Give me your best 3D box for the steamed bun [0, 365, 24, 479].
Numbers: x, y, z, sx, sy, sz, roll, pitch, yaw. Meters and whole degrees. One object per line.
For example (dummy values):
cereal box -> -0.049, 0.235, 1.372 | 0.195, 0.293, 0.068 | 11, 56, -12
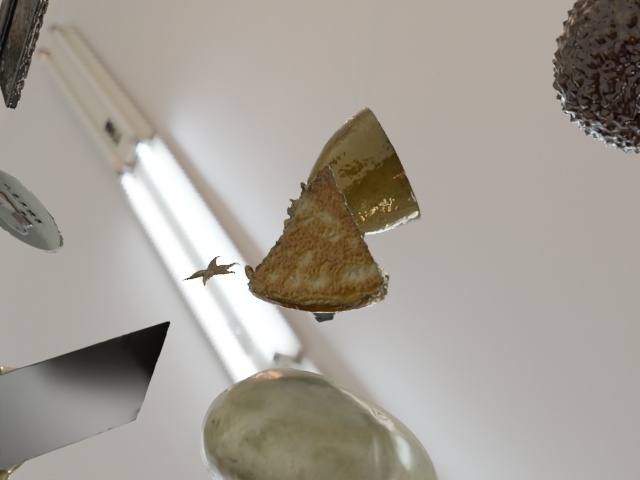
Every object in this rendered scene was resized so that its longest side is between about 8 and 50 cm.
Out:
steamed bun -> -0.579, 0.315, 1.880 | 0.289, 0.203, 0.276 | -40, -151, 24

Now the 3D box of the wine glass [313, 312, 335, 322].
wine glass -> 0.035, 0.078, 1.986 | 0.072, 0.155, 0.072 | 7, -73, 24

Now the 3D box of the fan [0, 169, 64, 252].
fan -> -0.486, -0.045, 1.782 | 0.329, 0.191, 0.009 | -1, -134, 48

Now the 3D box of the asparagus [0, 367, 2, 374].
asparagus -> -0.501, 0.120, 1.677 | 0.080, 0.080, 0.287 | 0, -65, 58

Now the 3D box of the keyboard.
keyboard -> -0.254, -0.271, 1.116 | 0.101, 0.018, 0.310 | 60, -45, 41

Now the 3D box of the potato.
potato -> 0.053, -0.089, 1.939 | 0.158, 0.203, 0.178 | -25, -132, -6

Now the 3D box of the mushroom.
mushroom -> 0.006, 0.301, 1.490 | 0.315, 0.315, 0.356 | -58, -153, 21

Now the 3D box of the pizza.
pizza -> 0.000, 0.000, 1.598 | 0.062, 0.188, 0.199 | 96, 0, -72

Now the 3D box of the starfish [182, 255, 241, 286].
starfish -> -0.166, 0.046, 1.861 | 0.092, 0.086, 0.016 | -83, 165, -63

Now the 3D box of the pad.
pad -> -0.270, 0.168, 1.264 | 0.004, 0.243, 0.164 | 47, -47, 28

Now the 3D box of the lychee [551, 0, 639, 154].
lychee -> 0.421, -0.247, 1.570 | 0.271, 0.271, 0.271 | -34, -133, 46
